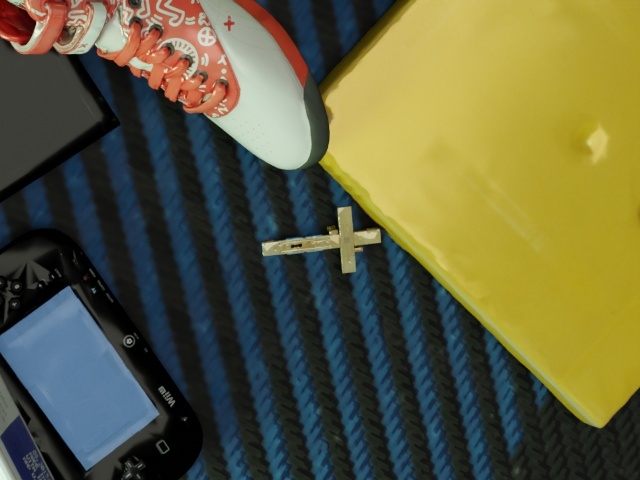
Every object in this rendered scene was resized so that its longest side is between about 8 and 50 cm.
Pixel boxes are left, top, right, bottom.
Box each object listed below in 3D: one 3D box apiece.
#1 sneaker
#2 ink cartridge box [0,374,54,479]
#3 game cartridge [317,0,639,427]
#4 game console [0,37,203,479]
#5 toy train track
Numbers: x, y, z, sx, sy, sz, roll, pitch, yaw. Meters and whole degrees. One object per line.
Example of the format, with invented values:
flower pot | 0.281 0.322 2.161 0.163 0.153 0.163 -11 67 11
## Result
sneaker | -0.116 -0.129 0.920 0.145 0.090 0.270 -41 102 -36
ink cartridge box | -0.294 0.128 0.938 0.224 0.045 0.223 -17 106 20
game cartridge | 0.181 -0.073 1.060 0.324 0.053 0.285 44 86 -14
game console | -0.193 0.018 0.972 0.213 0.044 0.361 -35 106 -8
toy train track | 0.000 0.000 1.038 0.083 0.014 0.048 -7 107 -8
